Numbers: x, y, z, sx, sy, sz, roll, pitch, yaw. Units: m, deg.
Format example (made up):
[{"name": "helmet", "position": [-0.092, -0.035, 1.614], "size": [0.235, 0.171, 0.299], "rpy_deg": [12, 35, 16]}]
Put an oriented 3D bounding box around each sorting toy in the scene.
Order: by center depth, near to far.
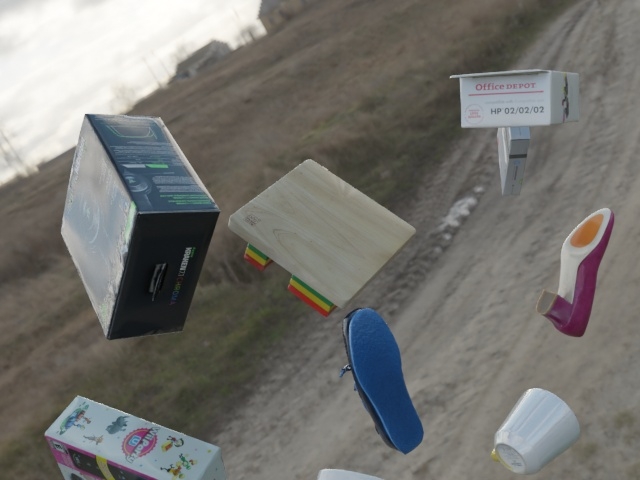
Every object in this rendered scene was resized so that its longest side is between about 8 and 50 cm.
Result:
[{"name": "sorting toy", "position": [0.000, 0.000, 1.509], "size": [0.255, 0.257, 0.089], "rpy_deg": [-41, -20, -44]}]

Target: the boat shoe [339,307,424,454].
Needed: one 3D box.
[{"name": "boat shoe", "position": [0.083, 0.235, 1.358], "size": [0.109, 0.258, 0.089], "rpy_deg": [-19, 9, -25]}]

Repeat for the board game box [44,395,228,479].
[{"name": "board game box", "position": [-0.300, 0.413, 1.408], "size": [0.303, 0.224, 0.097], "rpy_deg": [11, 41, 24]}]

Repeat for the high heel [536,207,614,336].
[{"name": "high heel", "position": [0.511, 0.064, 1.560], "size": [0.244, 0.117, 0.082], "rpy_deg": [-62, 27, -6]}]

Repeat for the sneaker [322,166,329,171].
[{"name": "sneaker", "position": [0.007, -0.091, 1.647], "size": [0.067, 0.064, 0.175], "rpy_deg": [-23, 46, -7]}]

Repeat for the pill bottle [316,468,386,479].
[{"name": "pill bottle", "position": [0.029, 0.521, 1.243], "size": [0.176, 0.176, 0.319], "rpy_deg": [-16, 54, 47]}]

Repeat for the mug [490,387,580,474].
[{"name": "mug", "position": [0.189, 0.182, 0.743], "size": [0.062, 0.078, 0.064], "rpy_deg": [31, 50, 34]}]

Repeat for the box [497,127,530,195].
[{"name": "box", "position": [0.363, -0.194, 1.556], "size": [0.038, 0.186, 0.145], "rpy_deg": [-1, 60, 6]}]

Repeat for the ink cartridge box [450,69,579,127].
[{"name": "ink cartridge box", "position": [0.227, -0.162, 0.949], "size": [0.104, 0.062, 0.181], "rpy_deg": [2, 9, 30]}]

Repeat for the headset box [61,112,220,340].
[{"name": "headset box", "position": [-0.286, -0.019, 1.275], "size": [0.131, 0.283, 0.246], "rpy_deg": [-3, -49, -35]}]
